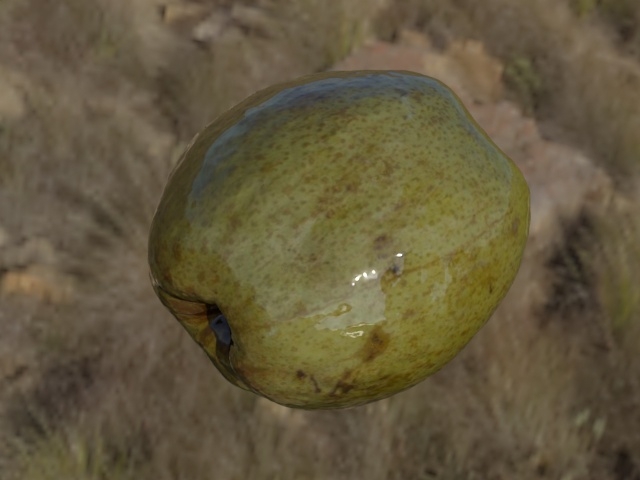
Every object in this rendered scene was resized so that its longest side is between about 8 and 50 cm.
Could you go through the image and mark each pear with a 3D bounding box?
[{"bbox_3d":[0.000,0.000,1.054,0.211,0.188,0.228,-28,20,-31],"label":"pear"}]
